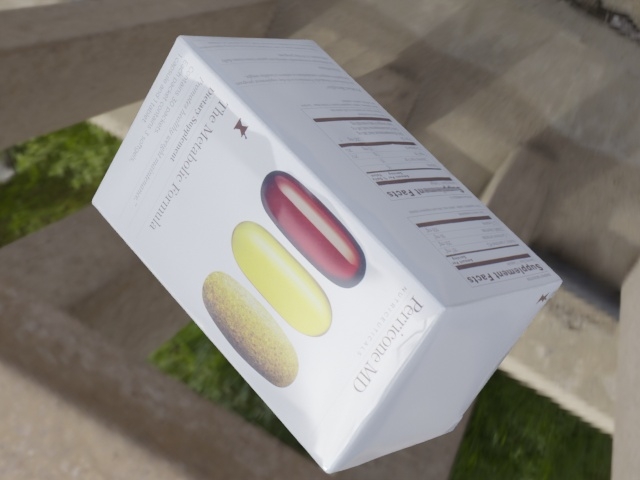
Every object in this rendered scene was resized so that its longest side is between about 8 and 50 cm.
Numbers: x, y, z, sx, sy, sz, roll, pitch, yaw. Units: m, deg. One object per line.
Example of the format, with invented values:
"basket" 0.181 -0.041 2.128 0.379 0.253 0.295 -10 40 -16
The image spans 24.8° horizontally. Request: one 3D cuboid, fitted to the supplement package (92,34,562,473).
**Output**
"supplement package" 0.000 0.000 0.896 0.244 0.133 0.139 46 120 25
